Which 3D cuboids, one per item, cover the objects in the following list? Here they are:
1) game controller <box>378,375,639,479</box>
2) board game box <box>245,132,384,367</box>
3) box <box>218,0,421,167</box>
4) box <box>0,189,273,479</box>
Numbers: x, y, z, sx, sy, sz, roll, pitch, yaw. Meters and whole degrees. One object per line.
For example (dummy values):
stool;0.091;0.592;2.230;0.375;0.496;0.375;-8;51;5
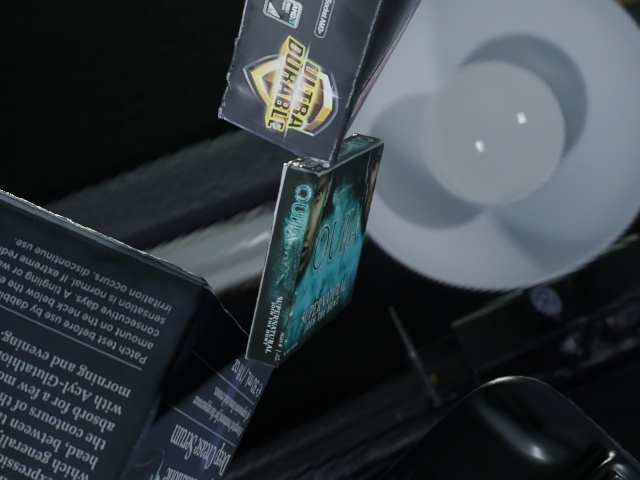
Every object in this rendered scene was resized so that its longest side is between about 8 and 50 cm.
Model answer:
game controller;0.060;0.226;0.841;0.319;0.067;0.166;-43;-136;-3
board game box;0.000;0.000;0.907;0.026;0.126;0.186;15;-166;12
box;0.061;-0.231;0.647;0.073;0.293;0.295;25;-131;6
box;-0.222;0.197;0.965;0.212;0.293;0.395;23;-100;12
